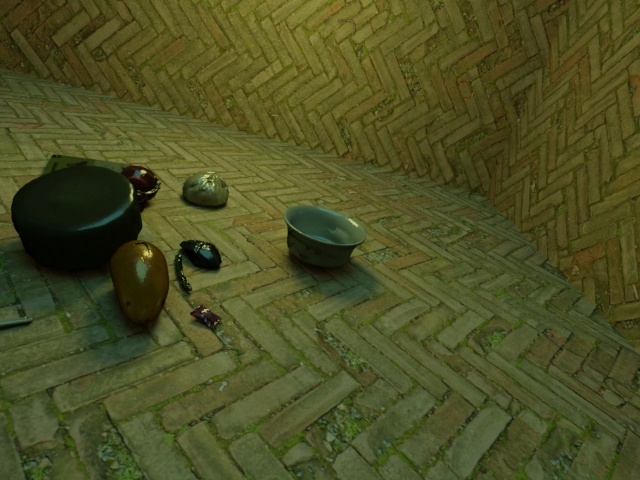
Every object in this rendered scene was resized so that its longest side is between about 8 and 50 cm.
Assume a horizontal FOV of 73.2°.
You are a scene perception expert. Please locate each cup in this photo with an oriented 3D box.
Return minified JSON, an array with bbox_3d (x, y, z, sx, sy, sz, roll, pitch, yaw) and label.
[{"bbox_3d":[0.000,0.000,1.775,0.346,0.163,0.347,14,25,-7],"label":"cup"}]

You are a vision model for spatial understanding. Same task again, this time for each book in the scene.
[{"bbox_3d":[-1.027,-0.311,1.945,0.351,0.035,0.239,5,29,-24],"label":"book"}]

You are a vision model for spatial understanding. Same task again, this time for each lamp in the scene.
[{"bbox_3d":[-0.784,-0.231,1.792,0.214,0.151,0.223,8,28,-7],"label":"lamp"}]

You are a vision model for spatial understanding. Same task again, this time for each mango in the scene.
[{"bbox_3d":[-0.510,0.111,1.221,0.159,0.191,0.290,-4,36,-23],"label":"mango"}]

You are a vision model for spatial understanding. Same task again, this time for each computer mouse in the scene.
[{"bbox_3d":[-0.430,0.037,1.559,0.192,0.062,0.105,34,30,30],"label":"computer mouse"}]

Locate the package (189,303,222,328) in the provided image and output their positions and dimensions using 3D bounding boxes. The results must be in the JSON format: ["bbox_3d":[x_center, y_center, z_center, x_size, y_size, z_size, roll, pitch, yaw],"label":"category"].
[{"bbox_3d":[-0.336,0.224,1.272,0.083,0.029,0.059,31,31,9],"label":"package"}]

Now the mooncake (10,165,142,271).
[{"bbox_3d":[-0.757,-0.070,1.367,0.355,0.194,0.357,5,43,-5],"label":"mooncake"}]

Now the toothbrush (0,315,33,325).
[{"bbox_3d":[-0.839,0.215,0.992,0.303,0.030,0.030,-7,34,-45],"label":"toothbrush"}]

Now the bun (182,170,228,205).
[{"bbox_3d":[-0.529,-0.251,2.013,0.230,0.133,0.231,14,23,-6],"label":"bun"}]

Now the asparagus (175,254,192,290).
[{"bbox_3d":[-0.464,0.103,1.442,0.034,0.027,0.236,-8,33,-23],"label":"asparagus"}]
